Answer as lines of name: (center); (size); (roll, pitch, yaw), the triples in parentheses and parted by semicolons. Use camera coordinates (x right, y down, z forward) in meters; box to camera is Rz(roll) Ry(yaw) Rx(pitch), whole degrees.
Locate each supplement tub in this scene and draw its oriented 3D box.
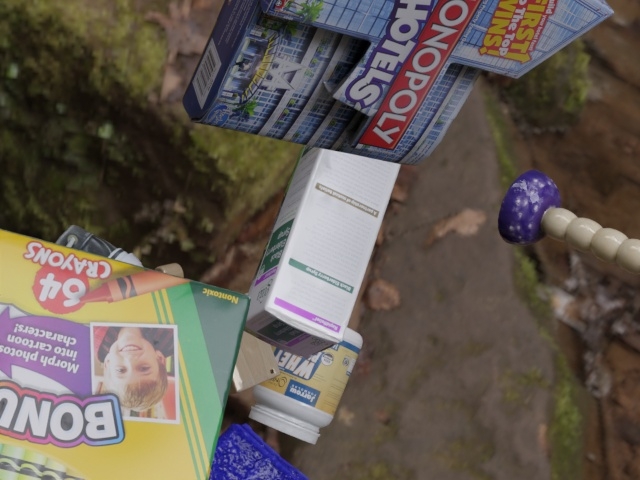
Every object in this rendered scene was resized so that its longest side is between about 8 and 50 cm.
supplement tub: (-0.027, 0.227, 2.202); (0.144, 0.144, 0.200); (22, 83, 1)

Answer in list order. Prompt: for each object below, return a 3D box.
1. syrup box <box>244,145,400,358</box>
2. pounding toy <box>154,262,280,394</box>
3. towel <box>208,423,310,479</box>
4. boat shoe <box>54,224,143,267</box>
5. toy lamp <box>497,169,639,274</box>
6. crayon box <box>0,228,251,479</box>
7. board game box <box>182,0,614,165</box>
syrup box: (0.000, 0.000, 1.430); (0.096, 0.093, 0.237); (26, 66, -13)
pounding toy: (-0.167, 0.124, 1.913); (0.094, 0.181, 0.206); (-18, 88, -38)
towel: (-0.045, 0.352, 1.451); (0.308, 0.076, 0.227); (36, 46, 14)
boat shoe: (-0.326, 0.120, 1.410); (0.119, 0.121, 0.335); (33, 52, 5)
toy lamp: (0.276, 0.022, 1.077); (0.080, 0.080, 0.274); (-27, 41, -35)
crayon box: (-0.277, 0.162, 1.219); (0.363, 0.106, 0.313); (15, 67, -8)
board game box: (0.050, -0.119, 0.720); (0.194, 0.194, 0.060); (10, 36, -27)
